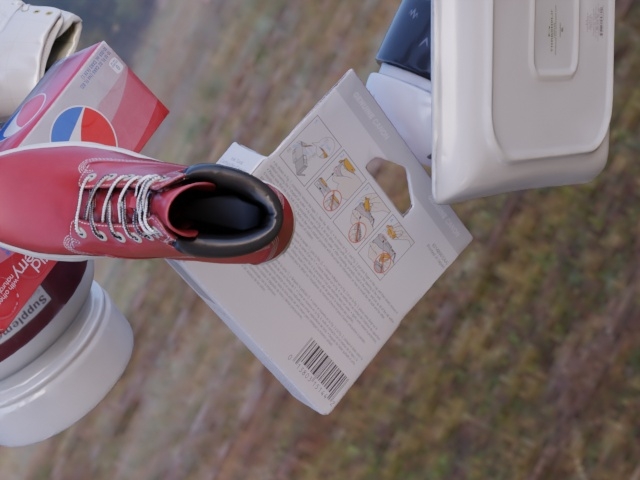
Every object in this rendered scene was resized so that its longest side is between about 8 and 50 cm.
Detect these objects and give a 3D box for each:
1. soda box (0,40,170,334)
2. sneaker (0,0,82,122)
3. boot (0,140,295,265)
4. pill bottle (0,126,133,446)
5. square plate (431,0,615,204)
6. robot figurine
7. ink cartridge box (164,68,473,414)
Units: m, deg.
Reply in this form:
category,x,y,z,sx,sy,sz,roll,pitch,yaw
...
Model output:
category,x,y,z,sx,sy,sz,roll,pitch,yaw
soda box,-0.240,-0.042,1.379,0.083,0.092,0.263,-13,38,50
sneaker,-0.330,-0.233,1.767,0.108,0.169,0.293,75,-168,-55
boot,-0.142,-0.027,1.145,0.176,0.244,0.088,24,-109,-86
pill bottle,-0.363,0.006,1.630,0.224,0.392,0.224,-23,33,16
square plate,0.222,-0.220,1.703,0.344,0.049,0.347,-9,-78,-53
robot figurine,0.162,-0.213,1.815,0.278,0.173,0.209,-65,-24,1
ink cartridge box,0.000,0.000,1.737,0.261,0.296,0.066,-49,41,-12
